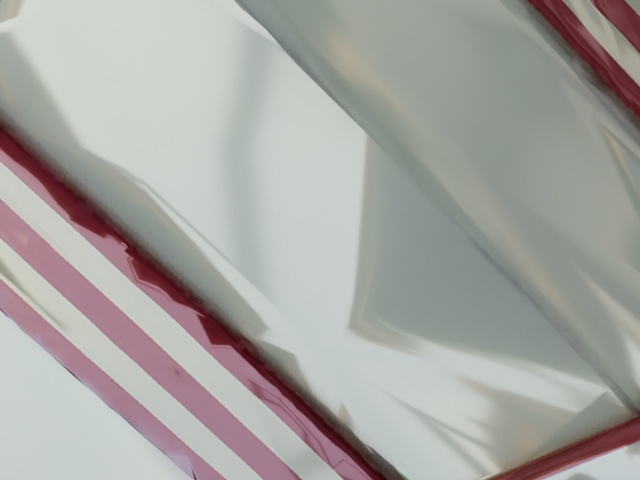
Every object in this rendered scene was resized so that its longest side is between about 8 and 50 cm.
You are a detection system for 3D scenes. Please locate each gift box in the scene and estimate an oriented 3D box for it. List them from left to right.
[{"bbox_3d":[0.000,0.000,0.595,0.255,0.258,0.276,-29,-157,46],"label":"gift box"}]
